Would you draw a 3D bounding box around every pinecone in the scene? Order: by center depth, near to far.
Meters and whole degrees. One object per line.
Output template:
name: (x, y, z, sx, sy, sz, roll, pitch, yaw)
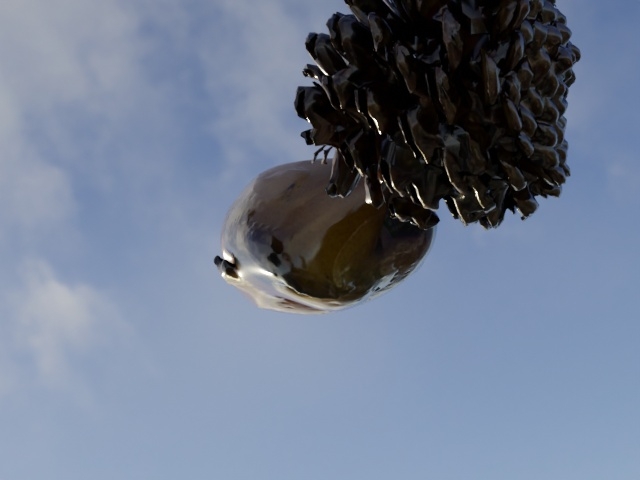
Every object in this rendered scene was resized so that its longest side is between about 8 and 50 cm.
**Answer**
pinecone: (0.082, -0.111, 0.859, 0.222, 0.221, 0.221, -20, -28, -11)

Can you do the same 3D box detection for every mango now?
mango: (0.000, 0.000, 1.207, 0.201, 0.152, 0.287, 20, -11, -26)
